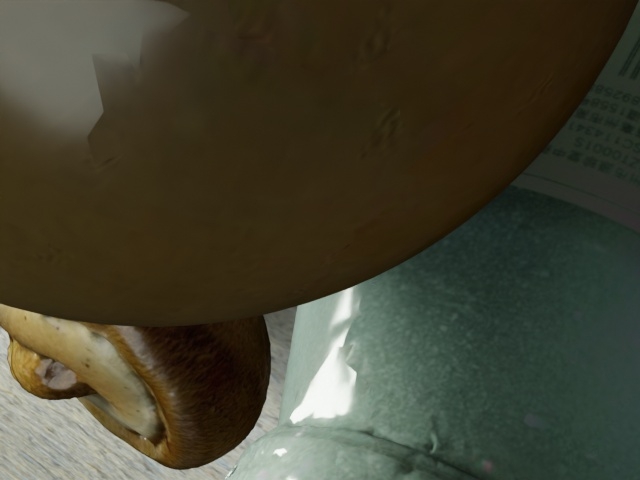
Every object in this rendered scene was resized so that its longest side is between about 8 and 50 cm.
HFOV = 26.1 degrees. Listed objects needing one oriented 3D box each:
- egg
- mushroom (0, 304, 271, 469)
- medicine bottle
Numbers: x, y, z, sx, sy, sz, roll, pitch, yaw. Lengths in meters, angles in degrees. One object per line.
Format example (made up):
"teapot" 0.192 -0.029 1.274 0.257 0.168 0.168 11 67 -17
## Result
"egg" -0.059 -0.120 0.455 0.301 0.301 0.374 42 152 -17
"mushroom" -0.145 0.054 1.003 0.253 0.153 0.253 28 154 15
"medicine bottle" 0.096 0.061 0.599 0.245 0.290 0.245 26 152 15
